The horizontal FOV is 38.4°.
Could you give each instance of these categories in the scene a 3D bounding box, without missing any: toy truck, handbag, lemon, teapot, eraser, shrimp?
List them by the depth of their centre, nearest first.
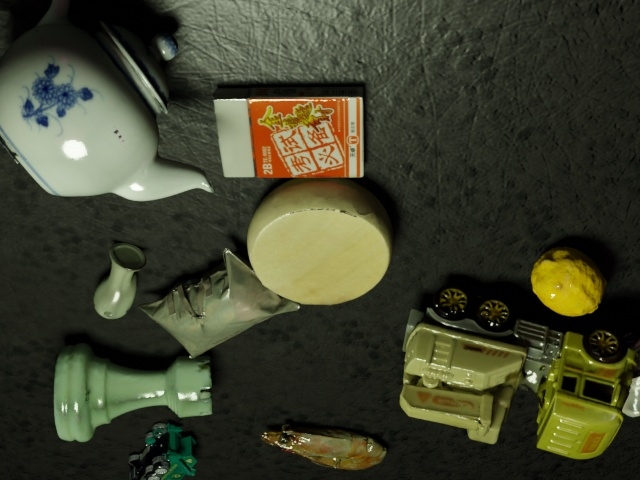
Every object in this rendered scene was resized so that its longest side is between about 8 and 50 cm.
[{"bbox_3d":[-0.320,-0.207,1.313,0.280,0.252,0.424,-38,101,-6],"label":"teapot"},{"bbox_3d":[-0.046,-0.168,1.450,0.230,0.038,0.157,0,134,4],"label":"eraser"},{"bbox_3d":[0.433,0.074,1.600,0.155,0.114,0.114,34,127,-31],"label":"lemon"},{"bbox_3d":[0.338,0.245,1.630,0.405,0.254,0.180,15,144,9],"label":"toy truck"},{"bbox_3d":[-0.196,0.119,1.689,0.270,0.117,0.182,-28,118,28],"label":"handbag"},{"bbox_3d":[0.003,0.460,2.037,0.294,0.062,0.154,18,138,-15],"label":"shrimp"},{"bbox_3d":[-0.350,0.506,2.074,0.116,0.110,0.216,16,133,-27],"label":"toy truck"}]

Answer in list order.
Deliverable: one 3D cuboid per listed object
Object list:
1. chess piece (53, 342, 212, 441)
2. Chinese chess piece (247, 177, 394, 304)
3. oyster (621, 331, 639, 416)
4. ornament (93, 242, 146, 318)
[{"bbox_3d":[-0.366,0.295,1.832,0.299,0.194,0.194,-2,134,-7],"label":"chess piece"},{"bbox_3d":[0.000,0.000,1.569,0.251,0.097,0.250,1,134,1],"label":"Chinese chess piece"},{"bbox_3d":[0.636,0.225,1.738,0.238,0.114,0.351,19,128,-3],"label":"oyster"},{"bbox_3d":[-0.369,0.080,1.690,0.075,0.081,0.156,38,130,15],"label":"ornament"}]
